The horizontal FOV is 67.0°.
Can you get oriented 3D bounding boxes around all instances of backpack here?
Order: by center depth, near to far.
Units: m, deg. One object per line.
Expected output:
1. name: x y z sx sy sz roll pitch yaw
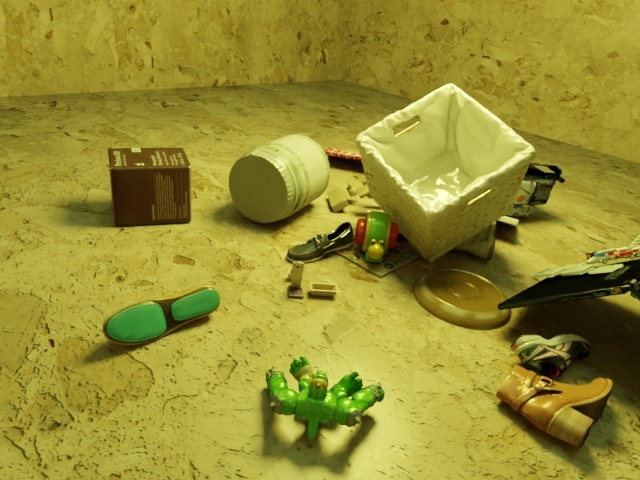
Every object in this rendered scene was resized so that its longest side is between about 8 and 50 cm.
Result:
1. backpack: 0.633 -0.199 1.676 0.263 0.213 0.276 1 24 -32

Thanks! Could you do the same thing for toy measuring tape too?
1. toy measuring tape: 0.154 -0.050 1.345 0.121 0.121 0.330 9 27 1

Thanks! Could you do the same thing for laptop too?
1. laptop: 0.676 0.180 1.041 0.407 0.236 0.382 -18 -6 43

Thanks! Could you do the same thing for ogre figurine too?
1. ogre figurine: 0.001 0.251 0.776 0.197 0.097 0.118 26 11 3

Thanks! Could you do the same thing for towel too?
1. towel: 0.160 -0.332 1.929 0.274 0.031 0.199 10 6 6

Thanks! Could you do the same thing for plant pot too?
1. plant pot: 0.342 0.128 1.163 0.236 0.032 0.236 7 27 -4

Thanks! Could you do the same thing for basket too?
1. basket: 0.318 -0.179 1.301 0.328 0.266 0.331 -31 60 -9

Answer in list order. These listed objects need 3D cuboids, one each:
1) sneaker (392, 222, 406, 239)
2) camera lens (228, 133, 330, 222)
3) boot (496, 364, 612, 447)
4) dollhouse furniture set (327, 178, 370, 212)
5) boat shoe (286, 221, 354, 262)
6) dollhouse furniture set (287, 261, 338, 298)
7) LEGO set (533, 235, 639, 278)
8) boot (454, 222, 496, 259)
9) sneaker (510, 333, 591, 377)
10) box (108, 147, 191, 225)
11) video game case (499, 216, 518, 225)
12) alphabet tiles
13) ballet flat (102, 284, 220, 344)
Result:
1. sneaker: 0.283 -0.109 1.476 0.090 0.145 0.270 21 30 25
2. camera lens: -0.114 -0.188 1.441 0.219 0.219 0.274 19 29 20
3. boot: 0.424 0.270 0.872 0.152 0.073 0.197 26 29 38
4. dollhouse furniture set: 0.124 -0.114 1.572 0.151 0.123 0.144 -28 28 7
5. boat shoe: 0.000 0.000 1.267 0.206 0.065 0.075 -18 38 -29
6. dollhouse furniture set: -0.016 0.076 1.110 0.114 0.081 0.091 4 28 -7
7. LEGO set: 0.669 0.042 1.197 0.244 0.060 0.182 -11 -1 -38
8. boot: 0.427 -0.021 1.427 0.165 0.077 0.213 12 28 14
9. sneaker: 0.467 0.238 0.968 0.178 0.072 0.077 1 51 -16
10. box: -0.468 -0.152 1.331 0.203 0.167 0.168 -5 30 -23
11. video game case: 0.537 -0.079 1.556 0.190 0.022 0.173 19 6 20
12. alphabet tiles: 0.132 0.018 1.340 0.237 0.009 0.198 29 34 34
13. ballet flat: -0.306 0.143 0.935 0.232 0.080 0.073 -12 6 -38
